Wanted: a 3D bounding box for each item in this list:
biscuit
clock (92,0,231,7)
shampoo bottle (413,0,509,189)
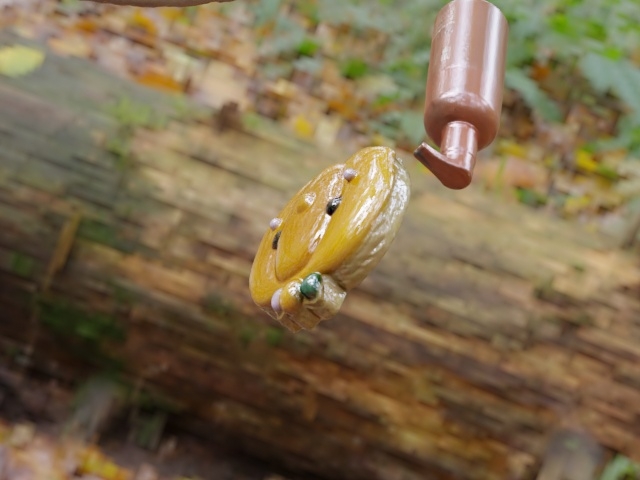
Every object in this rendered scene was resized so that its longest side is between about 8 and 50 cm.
[{"bbox_3d":[-0.003,-0.003,1.507,0.050,0.170,0.170,38,2,-21],"label":"biscuit"},{"bbox_3d":[-0.123,-0.192,0.765,0.318,0.080,0.318,12,-25,6],"label":"clock"},{"bbox_3d":[0.144,-0.145,1.943,0.085,0.085,0.244,20,43,-7],"label":"shampoo bottle"}]
